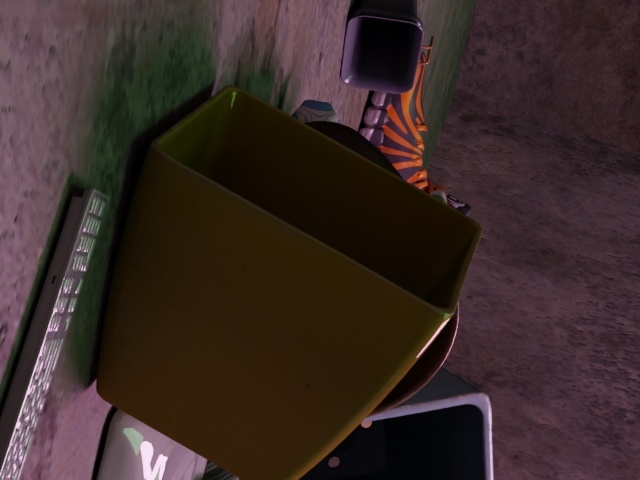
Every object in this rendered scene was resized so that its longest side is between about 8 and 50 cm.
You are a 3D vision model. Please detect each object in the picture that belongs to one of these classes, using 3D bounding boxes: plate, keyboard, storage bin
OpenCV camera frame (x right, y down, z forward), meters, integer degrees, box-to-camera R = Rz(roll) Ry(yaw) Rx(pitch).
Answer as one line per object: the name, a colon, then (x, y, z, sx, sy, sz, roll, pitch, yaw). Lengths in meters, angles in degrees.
plate: (-0.137, 0.210, 1.338, 0.277, 0.045, 0.278, -59, 166, -68)
keyboard: (-0.163, 0.094, 0.911, 0.072, 0.014, 0.256, 38, 70, -84)
storage bin: (0.080, -0.243, 1.842, 0.135, 0.098, 0.091, 97, 2, -61)

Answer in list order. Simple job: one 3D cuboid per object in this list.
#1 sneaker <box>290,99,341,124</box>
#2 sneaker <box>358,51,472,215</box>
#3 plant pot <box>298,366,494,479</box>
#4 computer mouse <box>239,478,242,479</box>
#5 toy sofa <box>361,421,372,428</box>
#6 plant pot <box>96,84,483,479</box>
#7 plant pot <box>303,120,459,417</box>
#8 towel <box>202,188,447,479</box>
sneaker: (-0.014, -0.041, 1.579, 0.237, 0.085, 0.086, 105, -3, -53)
sneaker: (0.136, -0.102, 2.289, 0.124, 0.180, 0.321, -41, 148, -79)
plant pot: (0.045, 0.262, 1.891, 0.252, 0.247, 0.247, -131, -145, -68)
computer mouse: (-0.081, 0.257, 1.994, 0.106, 0.042, 0.193, 97, 12, -57)
toy sofa: (0.022, 0.181, 2.374, 0.362, 0.177, 0.150, -40, 122, -79)
plant pot: (-0.036, 0.041, 1.110, 0.187, 0.212, 0.212, -60, 178, 19)
plant pot: (0.000, 0.000, 1.376, 0.230, 0.215, 0.215, -91, -167, -59)
towel: (-0.007, 0.097, 1.543, 0.248, 0.038, 0.325, -32, -163, 42)
